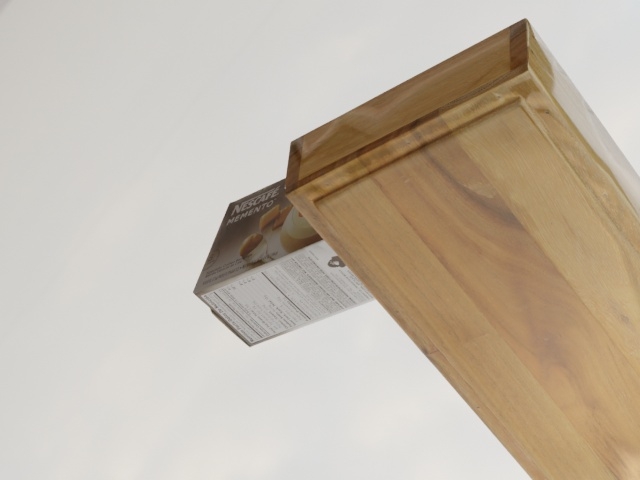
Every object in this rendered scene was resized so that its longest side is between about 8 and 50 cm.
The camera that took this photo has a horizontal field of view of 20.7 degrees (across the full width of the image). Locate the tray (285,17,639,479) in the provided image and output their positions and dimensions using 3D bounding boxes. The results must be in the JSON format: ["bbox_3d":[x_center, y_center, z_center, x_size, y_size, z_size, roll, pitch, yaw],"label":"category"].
[{"bbox_3d":[0.175,0.042,1.331,0.203,0.411,0.076,-27,-148,24],"label":"tray"}]

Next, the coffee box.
[{"bbox_3d":[0.000,0.000,1.821,0.246,0.098,0.141,-22,-146,40],"label":"coffee box"}]
